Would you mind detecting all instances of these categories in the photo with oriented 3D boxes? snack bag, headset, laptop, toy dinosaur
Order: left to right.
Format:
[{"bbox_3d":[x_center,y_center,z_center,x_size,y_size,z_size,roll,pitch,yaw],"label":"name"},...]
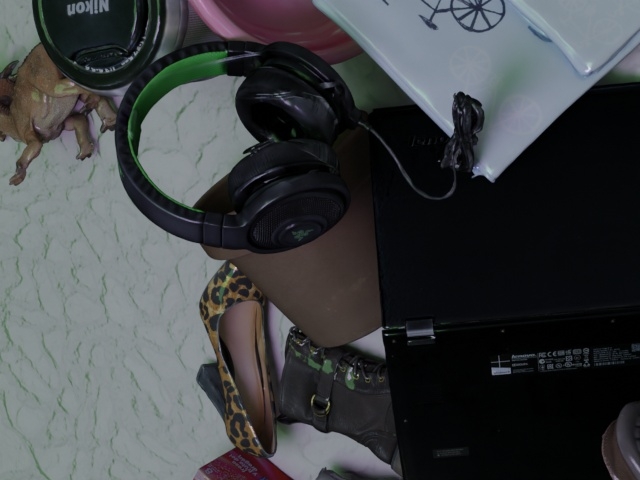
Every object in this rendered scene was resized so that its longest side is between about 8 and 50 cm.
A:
[{"bbox_3d":[-0.388,-0.211,2.177,0.295,0.127,0.200,-43,72,25],"label":"toy dinosaur"},{"bbox_3d":[-0.026,-0.115,1.705,0.394,0.243,0.185,5,151,-2],"label":"headset"},{"bbox_3d":[0.200,-0.288,1.771,0.342,0.037,0.323,-43,77,0],"label":"snack bag"},{"bbox_3d":[0.265,0.062,1.813,0.382,0.236,0.408,-5,126,6],"label":"laptop"}]

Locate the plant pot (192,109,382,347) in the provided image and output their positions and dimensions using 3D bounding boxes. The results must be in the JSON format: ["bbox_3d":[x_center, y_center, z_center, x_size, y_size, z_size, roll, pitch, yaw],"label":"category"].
[{"bbox_3d":[0.000,0.000,1.943,0.263,0.263,0.229,-21,109,32],"label":"plant pot"}]

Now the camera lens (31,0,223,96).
[{"bbox_3d":[-0.204,-0.299,1.953,0.219,0.274,0.219,7,104,29],"label":"camera lens"}]

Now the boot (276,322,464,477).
[{"bbox_3d":[0.053,0.168,2.018,0.229,0.091,0.263,28,116,22],"label":"boot"}]

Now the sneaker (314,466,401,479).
[{"bbox_3d":[0.108,0.355,2.022,0.281,0.115,0.105,14,140,9],"label":"sneaker"}]

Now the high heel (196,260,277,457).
[{"bbox_3d":[-0.086,0.150,2.061,0.186,0.093,0.261,49,138,41],"label":"high heel"}]

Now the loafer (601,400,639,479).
[{"bbox_3d":[0.411,0.338,1.771,0.130,0.134,0.366,-20,113,41],"label":"loafer"}]

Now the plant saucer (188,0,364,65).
[{"bbox_3d":[-0.035,-0.367,1.845,0.084,0.332,0.332,7,107,63],"label":"plant saucer"}]

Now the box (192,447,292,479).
[{"bbox_3d":[-0.065,0.411,2.122,0.257,0.122,0.128,37,118,18],"label":"box"}]
